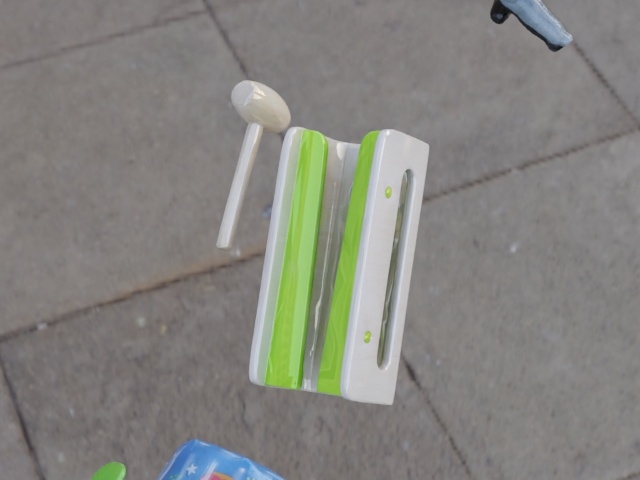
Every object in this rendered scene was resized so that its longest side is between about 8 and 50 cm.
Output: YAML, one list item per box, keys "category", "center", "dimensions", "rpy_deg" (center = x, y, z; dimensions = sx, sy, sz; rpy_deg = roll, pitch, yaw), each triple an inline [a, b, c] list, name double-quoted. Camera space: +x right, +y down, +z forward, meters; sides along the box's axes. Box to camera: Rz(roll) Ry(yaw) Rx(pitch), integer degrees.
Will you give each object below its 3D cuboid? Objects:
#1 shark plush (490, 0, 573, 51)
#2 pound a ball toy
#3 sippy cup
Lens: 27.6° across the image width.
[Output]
- category: "shark plush"
  center: [0.078, -0.167, 0.692]
  dimensions: [0.073, 0.067, 0.161]
  rpy_deg: [-27, 95, -25]
- category: "pound a ball toy"
  center: [0.000, 0.000, 1.367]
  dimensions: [0.208, 0.136, 0.319]
  rpy_deg: [4, 83, 34]
- category: "sippy cup"
  center: [-0.140, 0.373, 1.581]
  dimensions: [0.240, 0.305, 0.224]
  rpy_deg: [19, 70, 22]
